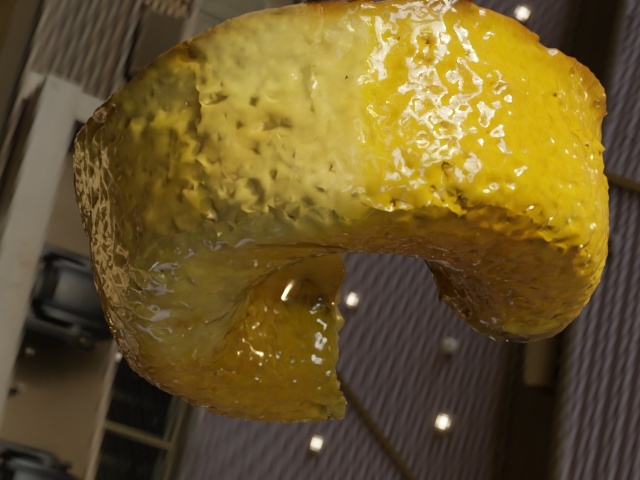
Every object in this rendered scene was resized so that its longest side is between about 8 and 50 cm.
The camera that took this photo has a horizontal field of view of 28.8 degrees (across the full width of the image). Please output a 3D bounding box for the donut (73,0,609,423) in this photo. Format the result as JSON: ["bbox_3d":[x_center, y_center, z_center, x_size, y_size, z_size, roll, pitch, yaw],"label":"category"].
[{"bbox_3d":[0.000,0.000,0.931,0.435,0.377,0.163,-24,-122,30],"label":"donut"}]
